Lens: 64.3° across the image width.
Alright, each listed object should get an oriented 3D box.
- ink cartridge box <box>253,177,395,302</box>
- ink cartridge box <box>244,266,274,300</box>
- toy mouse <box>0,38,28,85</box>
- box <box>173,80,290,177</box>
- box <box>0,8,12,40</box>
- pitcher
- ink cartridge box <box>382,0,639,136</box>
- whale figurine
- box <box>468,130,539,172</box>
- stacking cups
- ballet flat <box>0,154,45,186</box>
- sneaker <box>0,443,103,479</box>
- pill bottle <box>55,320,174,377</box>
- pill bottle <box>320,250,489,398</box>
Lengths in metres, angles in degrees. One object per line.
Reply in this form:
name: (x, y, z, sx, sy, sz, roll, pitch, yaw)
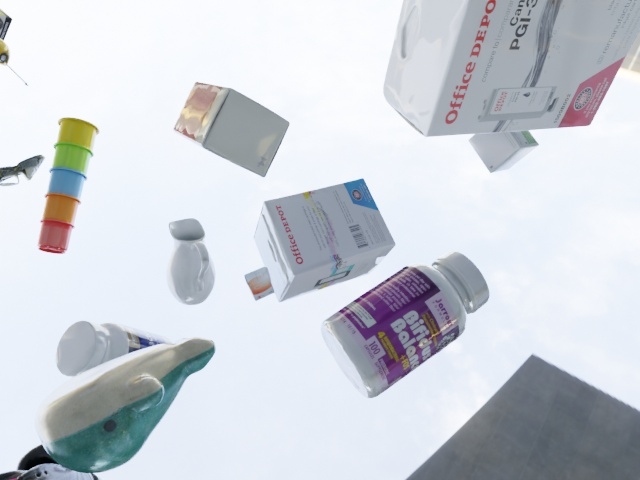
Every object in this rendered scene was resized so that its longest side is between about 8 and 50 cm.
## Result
ink cartridge box: (0.000, 0.000, 1.262, 0.270, 0.197, 0.198, -15, -110, -22)
ink cartridge box: (-0.122, 0.106, 1.470, 0.179, 0.145, 0.045, -20, -112, -8)
toy mouse: (-0.536, -0.312, 0.764, 0.143, 0.161, 0.031, 20, -108, 16)
box: (-0.193, -0.238, 1.067, 0.232, 0.149, 0.126, 32, -83, 55)
box: (-0.641, -0.375, 0.841, 0.058, 0.087, 0.232, 39, -163, 10)
pitcher: (-0.322, 0.070, 1.293, 0.126, 0.207, 0.178, -11, -149, -28)
ink cartridge box: (0.244, -0.249, 0.641, 0.283, 0.207, 0.117, -9, -137, -22)
whale figurine: (-0.283, 0.247, 0.788, 0.272, 0.216, 0.141, -25, -84, -40)
box: (0.425, -0.228, 1.186, 0.087, 0.102, 0.101, -15, -111, -37)
stacking cups: (-0.590, -0.126, 1.196, 0.096, 0.096, 0.316, 1, -103, 3)
ballet flat: (-0.556, -0.124, 0.936, 0.041, 0.041, 0.114, 30, -140, 24)
sneaker: (-0.451, 0.456, 0.740, 0.185, 0.483, 0.202, -36, -79, -13)
pill bottle: (-0.484, 0.282, 1.229, 0.153, 0.265, 0.153, -10, -115, 23)
pill bottle: (0.165, 0.147, 0.964, 0.302, 0.169, 0.169, -32, -123, -14)
